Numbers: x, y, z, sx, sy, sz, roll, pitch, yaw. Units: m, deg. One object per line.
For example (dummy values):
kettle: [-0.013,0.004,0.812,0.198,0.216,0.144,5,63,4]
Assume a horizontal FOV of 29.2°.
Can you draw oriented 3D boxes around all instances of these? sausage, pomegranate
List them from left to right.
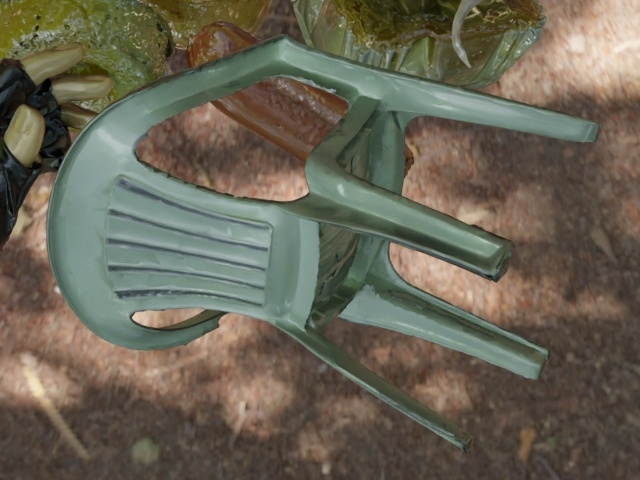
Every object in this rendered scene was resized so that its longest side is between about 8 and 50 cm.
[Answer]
pomegranate: [-0.211,-0.436,1.948,0.307,0.307,0.307,0,121,1]
sausage: [-0.022,-0.152,1.489,0.330,0.102,0.102,31,117,-25]

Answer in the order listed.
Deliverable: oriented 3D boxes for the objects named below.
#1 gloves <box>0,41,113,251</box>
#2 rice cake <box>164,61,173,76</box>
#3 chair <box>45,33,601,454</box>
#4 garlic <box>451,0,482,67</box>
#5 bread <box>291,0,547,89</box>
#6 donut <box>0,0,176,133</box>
gloves: [-0.254,-0.077,1.002,0.124,0.164,0.203,25,97,-16]
rice cake: [-0.276,-0.309,1.774,0.055,0.049,0.270,-25,111,9]
chair: [0.000,0.000,0.757,0.274,0.190,0.203,19,123,23]
garlic: [0.150,-0.233,0.823,0.148,0.267,0.128,-26,138,28]
bread: [0.091,-0.233,1.165,0.209,0.192,0.110,-9,150,-17]
donut: [-0.330,-0.238,1.671,0.272,0.107,0.272,0,157,0]
